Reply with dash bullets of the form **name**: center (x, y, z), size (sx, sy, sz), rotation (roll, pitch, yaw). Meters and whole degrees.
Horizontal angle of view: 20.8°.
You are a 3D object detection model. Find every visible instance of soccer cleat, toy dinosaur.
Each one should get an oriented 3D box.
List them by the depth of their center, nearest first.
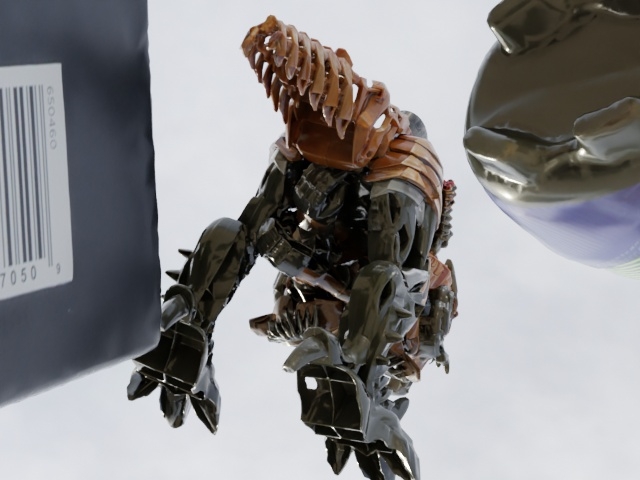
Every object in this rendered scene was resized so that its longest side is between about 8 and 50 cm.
- **soccer cleat**: center (0.171, -0.033, 0.459), size (0.289, 0.121, 0.093), rotation (-1, -112, 43)
- **toy dinosaur**: center (0.000, 0.000, 0.944), size (0.164, 0.322, 0.218), rotation (2, -126, 41)

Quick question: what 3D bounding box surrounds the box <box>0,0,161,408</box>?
- **box**: center (-0.314, -0.034, 0.783), size (0.395, 0.293, 0.212), rotation (1, -82, 24)
